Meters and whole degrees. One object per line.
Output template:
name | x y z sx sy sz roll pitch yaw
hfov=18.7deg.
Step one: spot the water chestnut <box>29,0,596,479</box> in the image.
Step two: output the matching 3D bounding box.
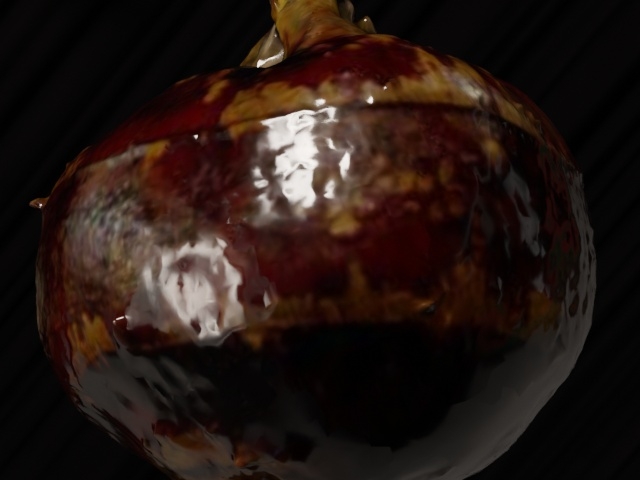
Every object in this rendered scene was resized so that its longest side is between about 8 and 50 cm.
water chestnut | 0.000 0.000 0.768 0.224 0.224 0.238 22 54 -64
